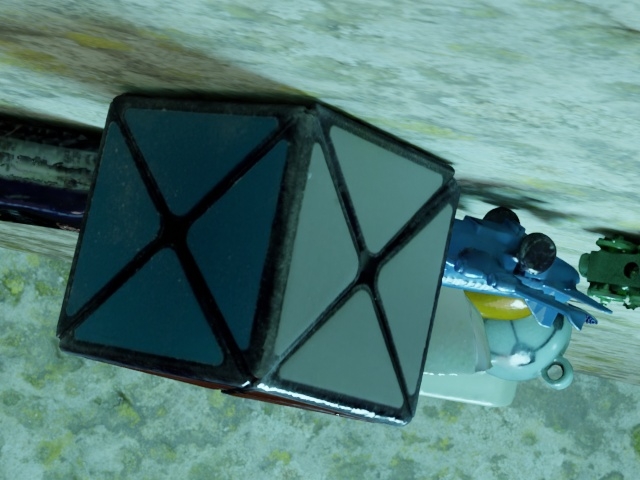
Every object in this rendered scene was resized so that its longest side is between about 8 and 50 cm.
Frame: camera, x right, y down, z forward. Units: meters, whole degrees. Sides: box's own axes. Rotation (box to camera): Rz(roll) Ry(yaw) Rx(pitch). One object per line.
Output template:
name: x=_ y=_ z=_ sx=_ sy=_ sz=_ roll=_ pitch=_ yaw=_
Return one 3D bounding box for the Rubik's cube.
Rubik's cube: x=-0.056 y=0.016 z=1.537 sx=0.259 sy=0.260 sz=0.255 roll=4 pitch=168 yaw=37

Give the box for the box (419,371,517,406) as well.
box: x=0.096 y=0.124 z=2.456 sx=0.367 sy=0.090 sz=0.373 roll=10 pitch=-165 yaw=-5

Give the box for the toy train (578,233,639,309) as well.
toy train: x=0.395 y=0.045 z=1.750 sx=0.251 sy=0.085 sz=0.119 roll=10 pitch=179 yaw=34

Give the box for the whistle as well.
whistle: x=0.238 y=0.089 z=2.244 sx=0.290 sy=0.163 sz=0.163 roll=50 pitch=-169 yaw=25

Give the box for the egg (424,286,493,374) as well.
egg: x=0.077 y=0.060 z=2.031 sx=0.206 sy=0.162 sz=0.271 roll=0 pitch=-171 yaw=-30

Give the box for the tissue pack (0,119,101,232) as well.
tissue pack: x=-0.362 y=-0.070 z=1.921 sx=0.332 sy=0.123 sz=0.245 roll=11 pitch=171 yaw=10

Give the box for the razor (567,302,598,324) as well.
razor: x=0.340 y=0.097 z=2.496 sx=0.154 sy=0.028 sz=0.044 roll=12 pitch=169 yaw=7

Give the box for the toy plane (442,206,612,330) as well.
toy plane: x=0.165 y=0.016 z=1.705 sx=0.271 sy=0.105 sz=0.254 roll=24 pitch=-171 yaw=-29

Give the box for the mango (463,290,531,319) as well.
mango: x=0.207 y=0.058 z=2.122 sx=0.184 sy=0.085 sz=0.102 roll=-1 pitch=169 yaw=45
